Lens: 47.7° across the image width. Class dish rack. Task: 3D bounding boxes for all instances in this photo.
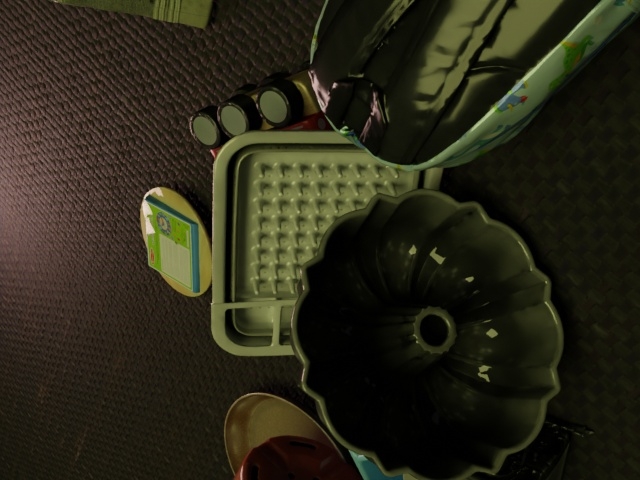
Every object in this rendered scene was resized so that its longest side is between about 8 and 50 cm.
[{"bbox_3d":[0.000,0.000,0.952,0.072,0.285,0.333,-106,18,-57],"label":"dish rack"}]

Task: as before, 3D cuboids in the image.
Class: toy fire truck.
[{"bbox_3d":[-0.051,-0.097,1.012,0.217,0.158,0.246,-9,114,42],"label":"toy fire truck"}]

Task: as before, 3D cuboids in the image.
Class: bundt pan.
[{"bbox_3d":[0.112,0.113,0.854,0.331,0.330,0.124,58,159,5],"label":"bundt pan"}]

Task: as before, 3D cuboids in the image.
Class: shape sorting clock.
[{"bbox_3d":[-0.255,0.002,1.290,0.206,0.040,0.206,21,125,34],"label":"shape sorting clock"}]

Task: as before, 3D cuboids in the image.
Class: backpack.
[{"bbox_3d":[0.149,-0.228,0.717,0.290,0.273,0.356,44,107,16],"label":"backpack"}]

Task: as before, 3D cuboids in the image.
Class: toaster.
[{"bbox_3d":[0.218,0.287,0.922,0.185,0.168,0.110,19,123,35],"label":"toaster"}]

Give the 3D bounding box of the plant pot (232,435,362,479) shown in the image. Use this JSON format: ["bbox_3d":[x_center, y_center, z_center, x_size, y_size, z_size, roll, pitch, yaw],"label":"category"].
[{"bbox_3d":[-0.062,0.470,1.128,0.272,0.272,0.265,35,120,24],"label":"plant pot"}]

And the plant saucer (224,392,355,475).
[{"bbox_3d":[-0.045,0.400,1.277,0.310,0.050,0.311,17,118,35],"label":"plant saucer"}]

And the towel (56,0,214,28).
[{"bbox_3d":[-0.284,-0.469,0.989,0.056,0.312,0.324,-100,21,-54],"label":"towel"}]

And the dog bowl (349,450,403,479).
[{"bbox_3d":[0.114,0.301,1.080,0.166,0.074,0.297,-28,89,44],"label":"dog bowl"}]
